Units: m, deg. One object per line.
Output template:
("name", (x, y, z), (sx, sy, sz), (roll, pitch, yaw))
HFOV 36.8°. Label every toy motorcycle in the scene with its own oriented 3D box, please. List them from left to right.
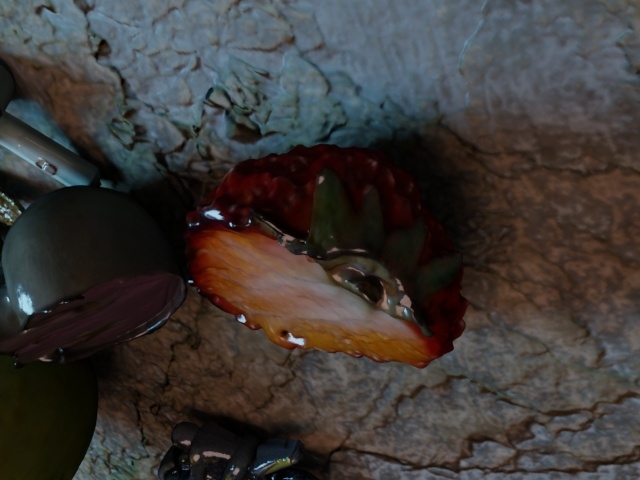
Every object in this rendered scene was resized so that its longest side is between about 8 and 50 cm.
("toy motorcycle", (-0.087, 0.214, 0.893), (0.193, 0.061, 0.124), (-15, 118, 35))

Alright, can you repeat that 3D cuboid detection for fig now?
("fig", (-0.289, 0.147, 0.819), (0.207, 0.230, 0.207), (-8, 115, -18))

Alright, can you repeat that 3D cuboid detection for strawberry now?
("strawberry", (0.000, 0.000, 0.654), (0.190, 0.111, 0.236), (34, 158, -20))

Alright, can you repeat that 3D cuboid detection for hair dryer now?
("hair dryer", (-0.222, -0.068, 0.710), (0.137, 0.082, 0.047), (34, 135, -27))

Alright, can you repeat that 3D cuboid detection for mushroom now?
("mushroom", (-0.174, 0.022, 0.716), (0.141, 0.117, 0.188), (-12, 161, -6))

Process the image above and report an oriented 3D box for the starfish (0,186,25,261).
("starfish", (-0.311, -0.034, 0.774), (0.189, 0.074, 0.146), (4, 128, 20))
